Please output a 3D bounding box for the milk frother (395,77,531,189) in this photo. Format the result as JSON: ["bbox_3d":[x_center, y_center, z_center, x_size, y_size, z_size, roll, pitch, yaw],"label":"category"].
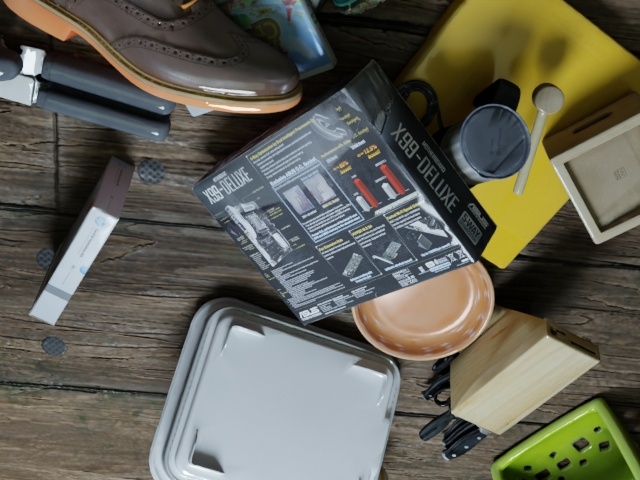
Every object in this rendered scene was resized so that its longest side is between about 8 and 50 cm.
[{"bbox_3d":[0.151,-0.129,0.952,0.143,0.135,0.129,6,85,-10],"label":"milk frother"}]

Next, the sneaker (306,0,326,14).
[{"bbox_3d":[-0.025,-0.366,0.901,0.130,0.087,0.228,18,131,9],"label":"sneaker"}]

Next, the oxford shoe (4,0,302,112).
[{"bbox_3d":[-0.177,-0.252,0.885,0.363,0.130,0.133,25,126,2],"label":"oxford shoe"}]

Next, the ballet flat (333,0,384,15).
[{"bbox_3d":[0.111,-0.342,0.918,0.077,0.091,0.241,18,124,-36],"label":"ballet flat"}]

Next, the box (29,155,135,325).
[{"bbox_3d":[-0.308,-0.002,1.065,0.038,0.145,0.186,27,115,-18],"label":"box"}]

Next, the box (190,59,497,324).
[{"bbox_3d":[0.017,-0.040,0.990,0.307,0.076,0.242,-26,108,46],"label":"box"}]

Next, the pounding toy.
[{"bbox_3d":[0.316,-0.110,1.000,0.181,0.094,0.206,-28,107,18],"label":"pounding toy"}]

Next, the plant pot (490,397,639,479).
[{"bbox_3d":[0.438,0.426,1.288,0.228,0.227,0.207,-39,120,18],"label":"plant pot"}]

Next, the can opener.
[{"bbox_3d":[-0.321,-0.181,0.990,0.283,0.095,0.076,16,119,-9],"label":"can opener"}]

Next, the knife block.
[{"bbox_3d":[0.242,0.216,1.154,0.088,0.275,0.242,25,87,-15],"label":"knife block"}]

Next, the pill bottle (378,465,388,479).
[{"bbox_3d":[-0.039,0.349,1.268,0.272,0.152,0.152,37,113,-20],"label":"pill bottle"}]

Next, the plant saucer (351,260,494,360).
[{"bbox_3d":[0.143,0.079,1.157,0.200,0.037,0.200,1,118,3],"label":"plant saucer"}]

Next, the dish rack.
[{"bbox_3d":[-0.047,0.249,1.159,0.332,0.072,0.286,20,73,-13],"label":"dish rack"}]

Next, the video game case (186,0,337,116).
[{"bbox_3d":[-0.113,-0.256,0.954,0.212,0.023,0.193,-13,121,29],"label":"video game case"}]

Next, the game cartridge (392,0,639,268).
[{"bbox_3d":[0.228,-0.153,1.049,0.285,0.053,0.324,31,112,-17],"label":"game cartridge"}]
